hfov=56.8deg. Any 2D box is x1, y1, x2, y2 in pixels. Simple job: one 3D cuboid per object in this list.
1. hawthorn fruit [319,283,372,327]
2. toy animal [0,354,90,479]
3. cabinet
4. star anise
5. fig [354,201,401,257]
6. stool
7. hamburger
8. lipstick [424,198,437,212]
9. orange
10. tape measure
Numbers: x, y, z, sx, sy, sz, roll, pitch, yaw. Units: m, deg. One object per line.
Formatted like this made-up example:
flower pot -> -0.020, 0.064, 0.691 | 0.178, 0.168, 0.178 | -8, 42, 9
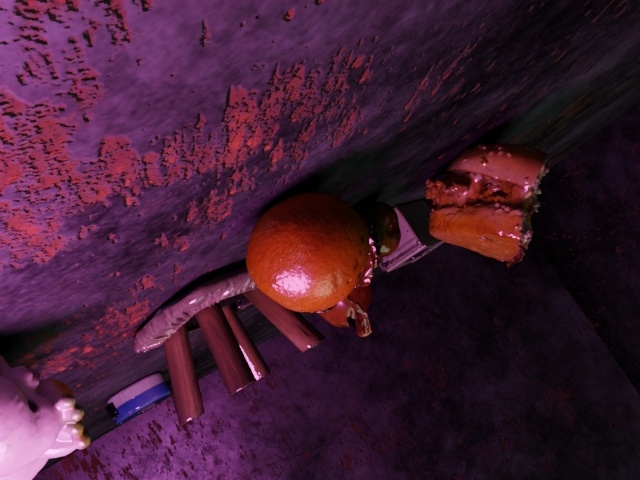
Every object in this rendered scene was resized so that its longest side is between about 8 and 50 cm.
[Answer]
hawthorn fruit -> 0.066, 0.151, 1.706 | 0.208, 0.248, 0.208 | -35, 176, -3
toy animal -> -0.467, 0.261, 0.808 | 0.247, 0.182, 0.310 | -25, 168, -32
cabinet -> 0.247, -0.013, 1.725 | 0.145, 0.150, 0.206 | -37, 168, 30
star anise -> 0.056, 0.092, 1.247 | 0.237, 0.148, 0.346 | -51, 152, -31
fig -> 0.108, -0.033, 1.387 | 0.126, 0.133, 0.185 | -45, -149, -9
stool -> -0.191, 0.206, 1.266 | 0.310, 0.226, 0.310 | -23, 167, -49
hamburger -> 0.401, -0.101, 1.478 | 0.445, 0.287, 0.268 | 27, 81, -76
lipstick -> 0.278, -0.044, 1.897 | 0.073, 0.073, 0.280 | -21, 164, -47
orange -> -0.018, 0.017, 0.958 | 0.206, 0.206, 0.206 | -31, 170, -6
tape measure -> -0.554, 0.502, 2.018 | 0.351, 0.098, 0.215 | -30, 171, -25
